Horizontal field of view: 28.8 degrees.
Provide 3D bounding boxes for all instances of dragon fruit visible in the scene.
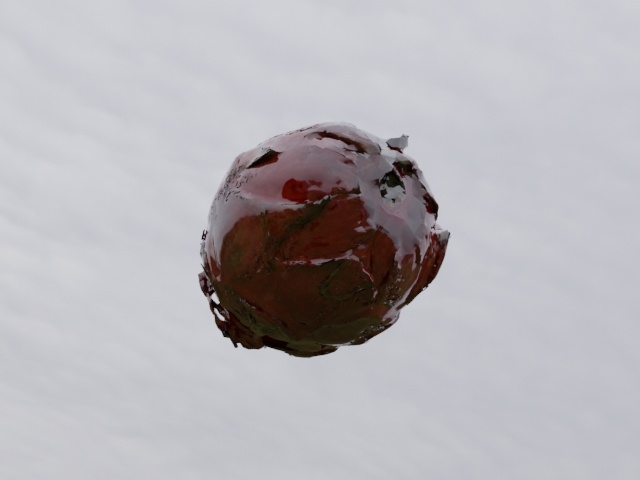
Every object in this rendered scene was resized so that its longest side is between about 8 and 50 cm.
[{"bbox_3d":[0.000,0.000,1.537,0.295,0.296,0.301,29,-37,-32],"label":"dragon fruit"}]
